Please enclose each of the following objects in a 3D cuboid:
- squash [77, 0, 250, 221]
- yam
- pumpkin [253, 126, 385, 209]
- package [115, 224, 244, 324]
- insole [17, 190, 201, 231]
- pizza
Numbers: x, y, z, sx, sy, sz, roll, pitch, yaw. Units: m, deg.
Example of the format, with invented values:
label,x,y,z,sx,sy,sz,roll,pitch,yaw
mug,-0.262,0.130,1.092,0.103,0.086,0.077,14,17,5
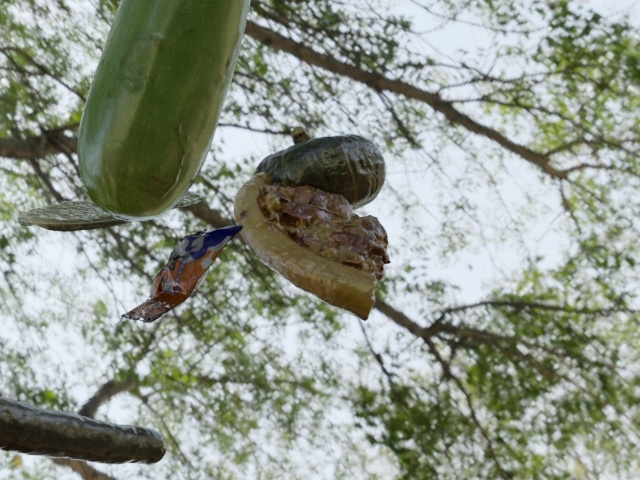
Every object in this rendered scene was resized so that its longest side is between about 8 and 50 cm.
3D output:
label,x,y,z,sx,sy,sz,roll,pitch,yaw
squash,-0.123,-0.196,0.766,0.118,0.118,0.370,22,-95,-52
yam,-0.300,0.239,1.054,0.061,0.061,0.274,-49,-38,11
pumpkin,-0.011,-0.128,1.658,0.260,0.189,0.260,-23,0,0
package,-0.104,0.027,0.647,0.110,0.077,0.033,-53,-51,-29
insole,-0.198,-0.035,0.857,0.248,0.081,0.011,-23,-59,-65
pizza,0.000,0.000,1.431,0.278,0.409,0.114,8,-62,-30
